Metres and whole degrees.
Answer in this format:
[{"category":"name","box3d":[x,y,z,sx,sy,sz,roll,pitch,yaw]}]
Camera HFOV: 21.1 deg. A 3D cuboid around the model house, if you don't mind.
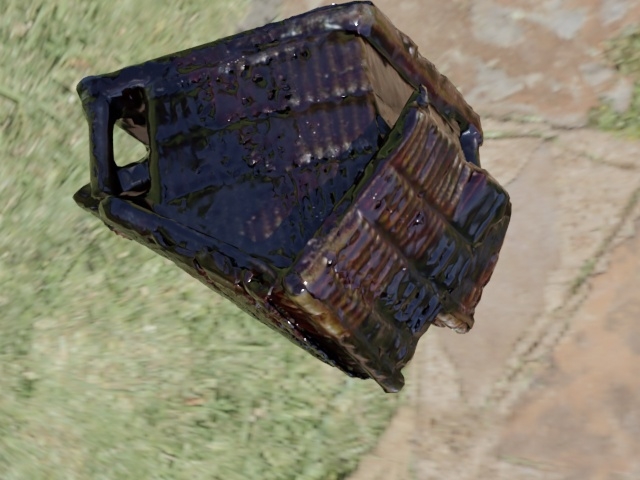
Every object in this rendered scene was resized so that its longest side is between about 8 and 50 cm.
[{"category":"model house","box3d":[0.000,0.000,1.374,0.297,0.317,0.283,-27,55,14]}]
